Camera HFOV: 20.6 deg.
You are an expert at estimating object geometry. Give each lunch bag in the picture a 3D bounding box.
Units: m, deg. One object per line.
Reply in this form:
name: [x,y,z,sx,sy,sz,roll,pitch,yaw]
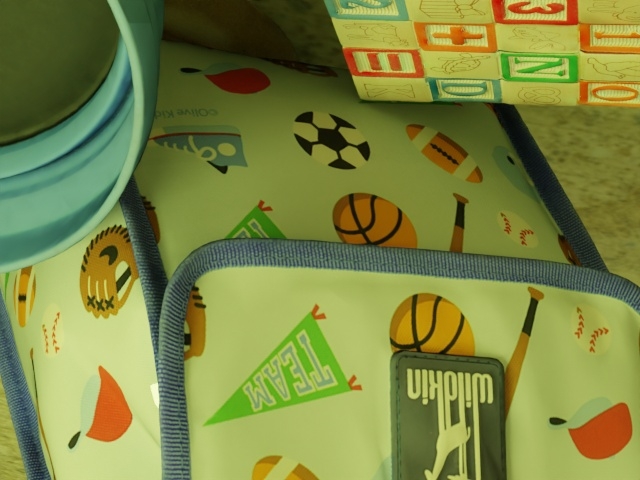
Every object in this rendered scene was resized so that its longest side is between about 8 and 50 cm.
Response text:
lunch bag: [0.005,0.068,0.998,0.328,0.385,0.239,6,132,-27]

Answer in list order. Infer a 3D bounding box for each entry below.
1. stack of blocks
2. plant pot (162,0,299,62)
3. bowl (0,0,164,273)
stack of blocks: [0.088,-0.155,0.878,0.171,0.087,0.297,2,166,10]
plant pot: [-0.131,-0.108,1.160,0.236,0.032,0.236,5,154,2]
bowl: [-0.255,-0.132,0.818,0.391,0.077,0.391,12,143,9]
